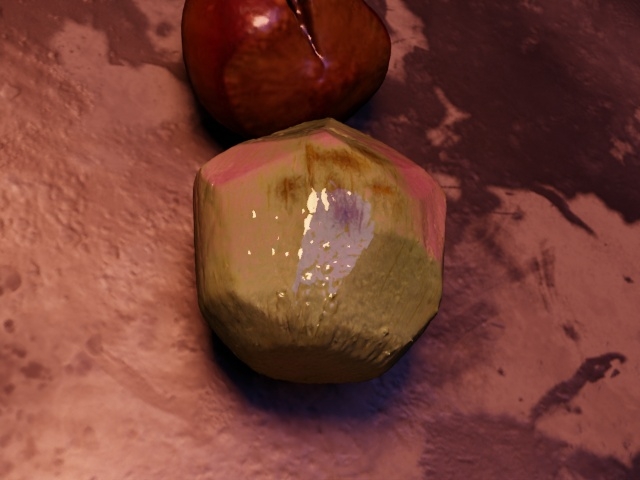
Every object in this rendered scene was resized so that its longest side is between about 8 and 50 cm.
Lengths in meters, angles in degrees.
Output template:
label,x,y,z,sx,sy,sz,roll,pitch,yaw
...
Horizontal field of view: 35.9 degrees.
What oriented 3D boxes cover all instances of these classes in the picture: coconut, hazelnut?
label,x,y,z,sx,sy,sz,roll,pitch,yaw
coconut,0.000,0.000,0.833,0.236,0.204,0.235,-1,68,1
hazelnut,-0.035,-0.178,0.940,0.204,0.178,0.177,-14,70,-30
